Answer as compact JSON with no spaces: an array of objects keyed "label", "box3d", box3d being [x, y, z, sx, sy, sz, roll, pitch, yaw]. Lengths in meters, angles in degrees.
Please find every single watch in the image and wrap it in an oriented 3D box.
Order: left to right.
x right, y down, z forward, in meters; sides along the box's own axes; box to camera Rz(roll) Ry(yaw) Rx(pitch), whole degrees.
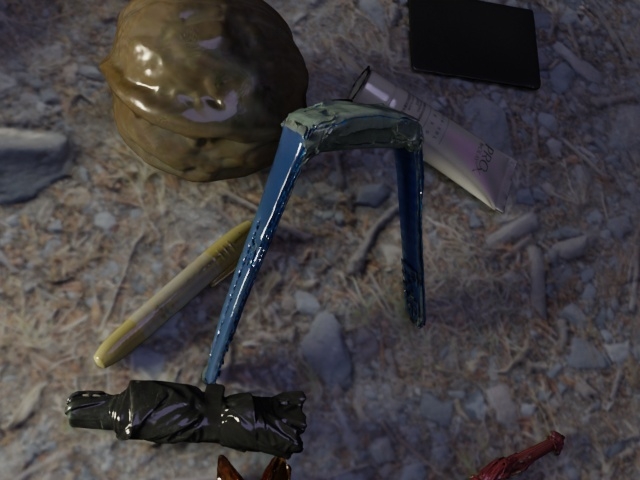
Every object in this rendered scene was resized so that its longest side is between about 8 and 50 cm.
[{"label":"watch","box3d":[-0.011,-0.003,0.874,0.276,0.068,0.274,-14,117,-25]}]

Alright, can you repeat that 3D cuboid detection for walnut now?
[{"label":"walnut","box3d":[-0.123,-0.167,0.895,0.224,0.224,0.224,7,67,-16]}]

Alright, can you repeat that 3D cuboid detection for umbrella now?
[{"label":"umbrella","box3d":[-0.132,0.175,0.821,0.236,0.059,0.066,4,42,-5]},{"label":"umbrella","box3d":[0.216,0.255,0.945,0.165,0.025,0.027,-19,54,-26]}]

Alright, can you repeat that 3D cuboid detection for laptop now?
[{"label":"laptop","box3d":[0.213,-0.279,1.163,0.197,0.016,0.135,6,68,-15]}]

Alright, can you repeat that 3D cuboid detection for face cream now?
[{"label":"face cream","box3d":[0.144,-0.129,1.059,0.244,0.058,0.092,31,58,-12]}]

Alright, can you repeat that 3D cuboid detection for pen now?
[{"label":"pen","box3d":[-0.148,0.057,0.898,0.233,0.032,0.040,-44,111,-26]}]

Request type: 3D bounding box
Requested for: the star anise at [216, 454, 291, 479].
[{"label":"star anise","box3d":[-0.081,0.272,0.808,0.234,0.073,0.177,43,47,-2]}]
